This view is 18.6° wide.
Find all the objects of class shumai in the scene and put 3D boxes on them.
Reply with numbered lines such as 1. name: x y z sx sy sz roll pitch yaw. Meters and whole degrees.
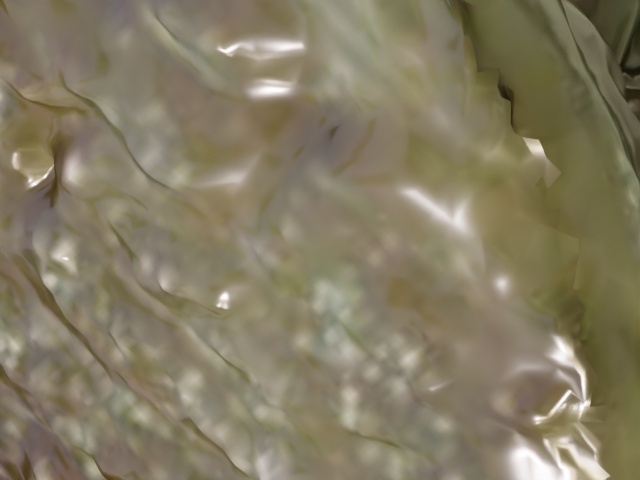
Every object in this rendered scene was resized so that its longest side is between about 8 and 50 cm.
1. shumai: 0.000 0.000 0.564 0.323 0.324 0.397 -31 -11 -42
